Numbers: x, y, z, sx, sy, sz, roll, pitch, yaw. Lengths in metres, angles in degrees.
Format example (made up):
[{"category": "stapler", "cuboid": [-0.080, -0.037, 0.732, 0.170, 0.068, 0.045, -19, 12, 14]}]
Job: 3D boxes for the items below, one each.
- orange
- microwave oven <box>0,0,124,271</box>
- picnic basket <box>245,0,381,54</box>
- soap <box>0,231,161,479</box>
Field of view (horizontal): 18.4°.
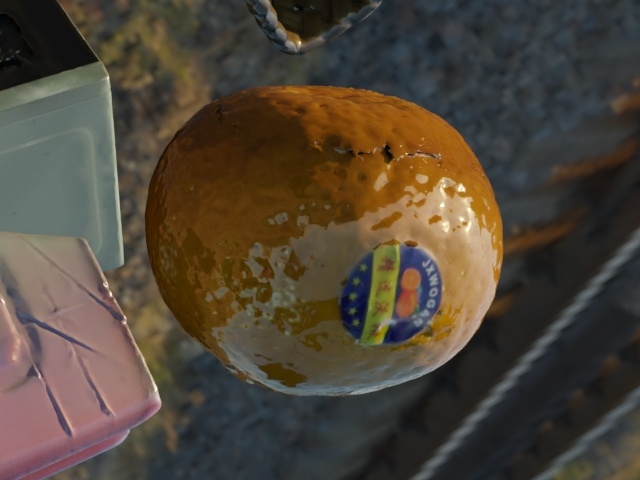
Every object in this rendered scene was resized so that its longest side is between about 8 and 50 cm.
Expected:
[{"category": "orange", "cuboid": [0.002, -0.001, 1.192, 0.219, 0.219, 0.193, -17, 128, -42]}, {"category": "microwave oven", "cuboid": [-0.331, -0.060, 1.578, 0.295, 0.181, 0.237, -20, 139, -20]}, {"category": "picnic basket", "cuboid": [-0.005, -0.163, 0.916, 0.110, 0.055, 0.193, -35, 159, -5]}, {"category": "soap", "cuboid": [-0.292, 0.097, 1.292, 0.324, 0.193, 0.109, -22, 170, -28]}]
